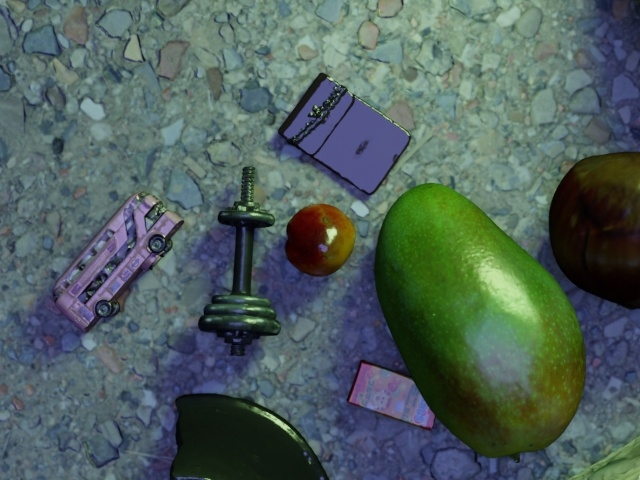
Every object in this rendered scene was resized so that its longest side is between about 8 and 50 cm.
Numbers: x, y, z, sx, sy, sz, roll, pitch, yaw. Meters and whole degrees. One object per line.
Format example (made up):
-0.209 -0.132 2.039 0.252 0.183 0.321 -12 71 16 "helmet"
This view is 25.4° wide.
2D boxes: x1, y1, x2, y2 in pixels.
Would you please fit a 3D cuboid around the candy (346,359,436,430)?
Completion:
0.101 0.208 1.912 0.122 0.038 0.062 19 89 3 "candy"

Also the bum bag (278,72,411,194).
0.034 -0.144 1.932 0.159 0.026 0.109 34 89 3 "bum bag"

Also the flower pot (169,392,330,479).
-0.155 0.400 1.816 0.379 0.251 0.379 0 88 0 "flower pot"

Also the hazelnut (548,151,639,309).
0.407 -0.012 1.837 0.229 0.229 0.230 0 88 2 "hazelnut"

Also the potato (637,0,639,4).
0.587 -0.425 1.802 0.442 0.319 0.385 -14 128 -7 "potato"

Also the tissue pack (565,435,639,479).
0.433 0.464 1.807 0.297 0.207 0.380 -27 88 0 "tissue pack"

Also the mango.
0.203 0.096 1.837 0.225 0.201 0.382 -29 75 14 "mango"

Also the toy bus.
-0.275 0.028 1.921 0.090 0.063 0.203 42 91 3 "toy bus"

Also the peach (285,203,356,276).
0.000 -0.001 1.893 0.100 0.101 0.101 0 88 2 "peach"

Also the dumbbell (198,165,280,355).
-0.103 0.027 1.900 0.110 0.110 0.255 3 82 2 "dumbbell"
